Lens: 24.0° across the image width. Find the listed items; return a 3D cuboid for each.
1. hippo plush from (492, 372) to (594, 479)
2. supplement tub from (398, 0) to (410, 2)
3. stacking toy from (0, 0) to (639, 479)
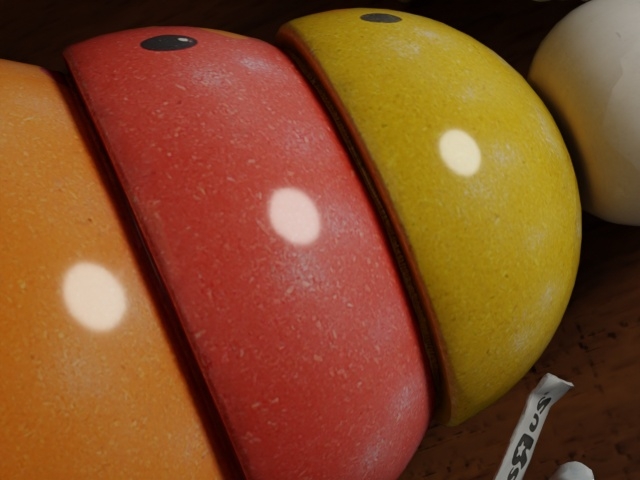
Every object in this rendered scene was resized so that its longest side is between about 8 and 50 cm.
[{"bbox_3d":[0.105,0.234,0.645,0.236,0.234,0.294,35,102,-3],"label":"hippo plush"},{"bbox_3d":[0.071,-0.191,0.852,0.107,0.071,0.071,-34,63,7],"label":"supplement tub"},{"bbox_3d":[0.000,0.000,0.731,0.479,0.351,0.351,-24,63,-10],"label":"stacking toy"}]
